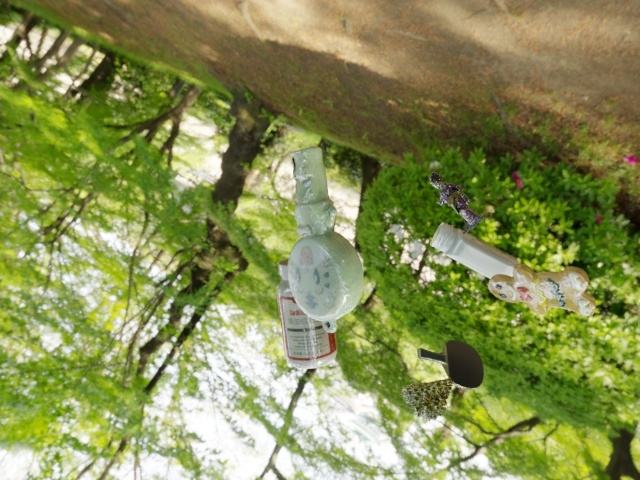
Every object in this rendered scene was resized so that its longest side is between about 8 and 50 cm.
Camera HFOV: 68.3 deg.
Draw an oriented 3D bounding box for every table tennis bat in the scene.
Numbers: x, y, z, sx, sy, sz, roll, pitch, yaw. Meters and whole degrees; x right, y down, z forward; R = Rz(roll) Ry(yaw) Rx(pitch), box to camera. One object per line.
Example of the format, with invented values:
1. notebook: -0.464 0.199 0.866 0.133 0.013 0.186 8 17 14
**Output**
1. table tennis bat: 0.465 0.428 1.660 0.301 0.173 0.022 18 146 -24

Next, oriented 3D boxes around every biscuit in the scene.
1. biscuit: 0.500 0.118 1.090 0.240 0.035 0.158 -6 126 50

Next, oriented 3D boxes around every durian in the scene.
1. durian: 0.310 0.474 1.386 0.119 0.108 0.187 8 150 -34

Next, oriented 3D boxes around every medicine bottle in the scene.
1. medicine bottle: -0.034 0.170 1.132 0.131 0.250 0.131 -6 -170 1
2. medicine bottle: 0.604 0.047 1.870 0.324 0.124 0.179 27 -164 6

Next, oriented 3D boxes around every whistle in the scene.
1. whistle: 0.000 0.000 0.655 0.067 0.258 0.126 -12 -176 -40

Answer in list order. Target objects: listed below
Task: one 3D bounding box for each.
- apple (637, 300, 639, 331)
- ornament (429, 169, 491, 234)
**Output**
1. apple: 1.202 0.261 1.463 0.357 0.357 0.357 33 174 4
2. ornament: 0.382 -0.112 1.360 0.203 0.081 0.088 45 -150 12
